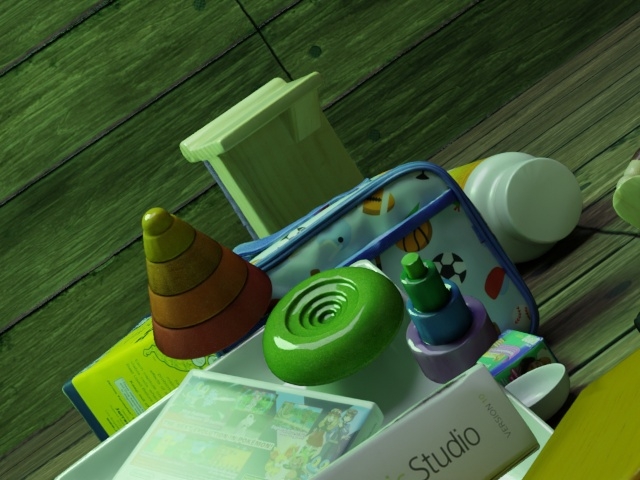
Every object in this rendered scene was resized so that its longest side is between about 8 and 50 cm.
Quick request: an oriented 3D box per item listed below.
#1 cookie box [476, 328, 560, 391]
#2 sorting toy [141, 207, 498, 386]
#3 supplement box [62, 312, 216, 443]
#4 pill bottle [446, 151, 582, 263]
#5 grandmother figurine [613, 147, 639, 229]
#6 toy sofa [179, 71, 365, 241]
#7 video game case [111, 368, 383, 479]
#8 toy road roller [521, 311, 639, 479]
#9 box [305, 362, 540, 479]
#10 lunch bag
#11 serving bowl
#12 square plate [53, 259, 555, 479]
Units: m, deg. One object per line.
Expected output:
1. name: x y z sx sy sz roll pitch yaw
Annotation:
1. cookie box: 0.154 0.130 1.135 0.107 0.040 0.092 -36 8 -8
2. sorting toy: -0.030 0.031 1.037 0.365 0.126 0.127 6 46 41
3. supplement box: -0.124 0.161 1.609 0.356 0.195 0.194 -29 9 39
4. pill bottle: 0.222 -0.036 1.563 0.136 0.136 0.246 -37 7 -17
5. grandmother figurine: 0.418 -0.121 1.391 0.208 0.104 0.342 -22 15 27
6. toy sofa: 0.000 0.000 1.436 0.150 0.362 0.177 -38 14 -21
7. video game case: -0.074 0.186 0.966 0.201 0.023 0.183 5 48 40
8. toy road roller: 0.140 0.148 0.453 0.240 0.202 0.329 -45 -5 33
9. box: -0.045 0.196 0.679 0.232 0.058 0.322 -28 -15 -32
10. lunch bag: 0.039 0.073 1.228 0.303 0.243 0.115 -34 6 -1
11. serving bowl: 0.174 0.137 1.040 0.083 0.027 0.083 -35 7 5
12. square plate: -0.018 0.195 0.976 0.344 0.049 0.347 -35 36 -8
